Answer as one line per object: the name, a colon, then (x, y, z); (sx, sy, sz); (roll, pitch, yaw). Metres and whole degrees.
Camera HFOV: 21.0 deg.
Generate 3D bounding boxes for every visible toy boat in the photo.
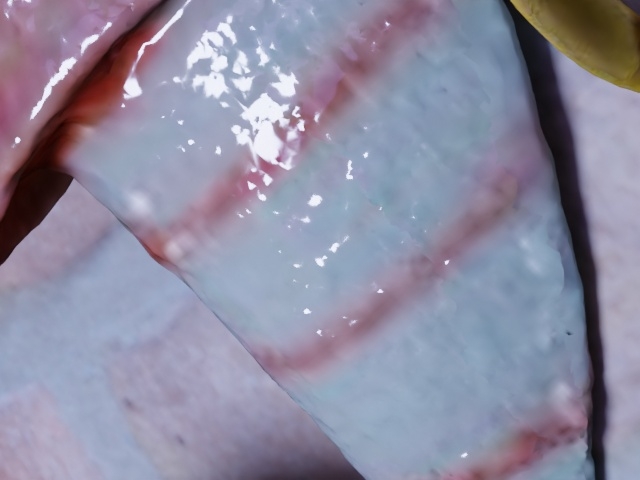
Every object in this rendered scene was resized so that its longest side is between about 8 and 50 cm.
toy boat: (0.000, 0.000, 0.521); (0.206, 0.096, 0.282); (-38, 95, 26)

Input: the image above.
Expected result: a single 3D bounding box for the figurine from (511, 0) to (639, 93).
figurine: (0.145, -0.080, 0.311); (0.257, 0.167, 0.192); (39, 105, 18)
